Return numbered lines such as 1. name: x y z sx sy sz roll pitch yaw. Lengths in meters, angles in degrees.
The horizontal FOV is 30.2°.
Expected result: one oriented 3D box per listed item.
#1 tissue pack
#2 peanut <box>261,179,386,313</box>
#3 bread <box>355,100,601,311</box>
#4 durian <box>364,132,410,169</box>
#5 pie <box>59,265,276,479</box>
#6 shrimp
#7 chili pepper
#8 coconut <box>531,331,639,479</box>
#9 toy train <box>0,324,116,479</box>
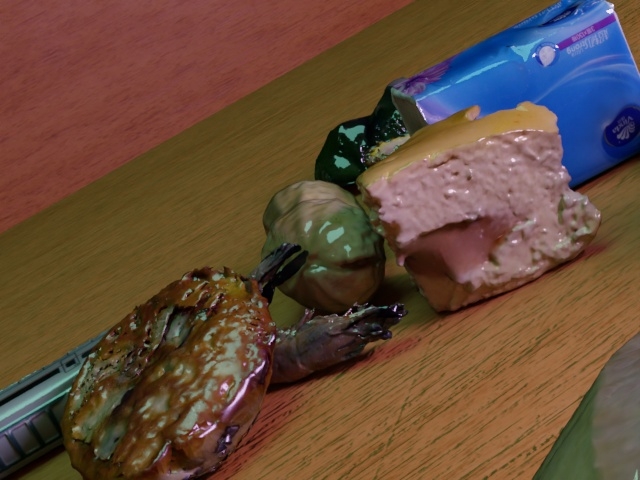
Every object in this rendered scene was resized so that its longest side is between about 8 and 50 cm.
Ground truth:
1. tissue pack: 0.251 -0.154 1.456 0.263 0.198 0.146 -28 16 -5
2. peanut: 0.000 0.000 1.481 0.149 0.149 0.313 -26 18 4
3. bread: 0.159 -0.044 1.323 0.224 0.184 0.211 -26 12 -3
4. durian: 0.173 -0.110 1.665 0.224 0.078 0.140 1 19 37
5. pie: -0.167 0.157 1.282 0.308 0.085 0.308 -31 33 23
6. shrimp: -0.005 0.072 1.301 0.219 0.152 0.046 -18 -20 29
7. chili pepper: 0.098 -0.163 1.841 0.264 0.116 0.148 -18 22 28
8. coconut: 0.194 0.179 0.432 0.323 0.323 0.323 -24 18 8
9. toy train: -0.305 0.191 1.457 0.407 0.086 0.088 -30 17 -12
